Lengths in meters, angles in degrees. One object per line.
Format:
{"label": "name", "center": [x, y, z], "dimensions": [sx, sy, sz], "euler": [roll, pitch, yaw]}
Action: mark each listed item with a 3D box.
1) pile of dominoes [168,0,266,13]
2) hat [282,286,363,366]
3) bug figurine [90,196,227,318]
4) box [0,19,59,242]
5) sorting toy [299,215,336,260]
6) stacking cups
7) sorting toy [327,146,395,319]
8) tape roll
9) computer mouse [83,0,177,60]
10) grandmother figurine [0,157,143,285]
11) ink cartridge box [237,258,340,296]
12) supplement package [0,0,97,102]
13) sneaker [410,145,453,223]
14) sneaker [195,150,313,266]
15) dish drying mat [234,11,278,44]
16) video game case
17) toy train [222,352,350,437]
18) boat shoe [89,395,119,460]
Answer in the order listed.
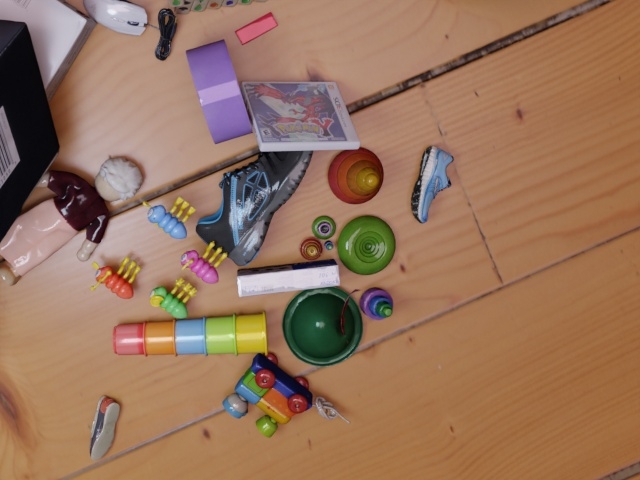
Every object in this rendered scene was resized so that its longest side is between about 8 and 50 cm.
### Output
{"label": "pile of dominoes", "center": [-0.167, -0.487, 1.812], "dimensions": [0.251, 0.196, 0.040], "euler": [-9, 72, -4]}
{"label": "hat", "center": [0.008, 0.190, 1.938], "dimensions": [0.173, 0.183, 0.208], "euler": [-12, 104, -1]}
{"label": "bug figurine", "center": [-0.319, 0.052, 1.900], "dimensions": [0.216, 0.072, 0.279], "euler": [36, 118, -16]}
{"label": "box", "center": [-0.769, -0.147, 1.589], "dimensions": [0.471, 0.480, 0.297], "euler": [7, 134, 10]}
{"label": "sorting toy", "center": [0.000, 0.000, 1.983], "dimensions": [0.061, 0.042, 0.102], "euler": [30, 95, -9]}
{"label": "stacking cups", "center": [-0.267, 0.204, 1.965], "dimensions": [0.316, 0.096, 0.096], "euler": [-4, 100, -5]}
{"label": "sorting toy", "center": [0.107, -0.006, 1.945], "dimensions": [0.127, 0.126, 0.366], "euler": [-11, 100, -12]}
{"label": "tape roll", "center": [-0.195, -0.287, 1.843], "dimensions": [0.080, 0.189, 0.189], "euler": [-16, 101, -2]}
{"label": "computer mouse", "center": [-0.378, -0.431, 1.862], "dimensions": [0.193, 0.042, 0.106], "euler": [21, 128, -5]}
{"label": "grandmother figurine", "center": [-0.511, -0.056, 1.905], "dimensions": [0.342, 0.104, 0.208], "euler": [-32, 128, -2]}
{"label": "ink cartridge box", "center": [-0.068, 0.076, 1.962], "dimensions": [0.207, 0.097, 0.046], "euler": [-6, 97, -4]}
{"label": "supplement package", "center": [-0.596, -0.405, 1.808], "dimensions": [0.262, 0.145, 0.204], "euler": [33, 96, -10]}
{"label": "sneaker", "center": [0.237, -0.111, 1.977], "dimensions": [0.073, 0.063, 0.162], "euler": [14, 98, -11]}
{"label": "sneaker", "center": [-0.123, -0.117, 1.911], "dimensions": [0.139, 0.125, 0.341], "euler": [30, 95, -8]}
{"label": "dish drying mat", "center": [-0.129, -0.427, 1.918], "dimensions": [0.083, 0.008, 0.032], "euler": [-29, 100, 1]}
{"label": "video game case", "center": [-0.040, -0.246, 1.861], "dimensions": [0.201, 0.183, 0.023], "euler": [-4, 140, -19]}
{"label": "toy train", "center": [-0.076, 0.363, 2.013], "dimensions": [0.248, 0.105, 0.143], "euler": [39, 104, -10]}
{"label": "boat shoe", "center": [-0.462, 0.396, 2.008], "dimensions": [0.043, 0.049, 0.137], "euler": [24, 102, 34]}
